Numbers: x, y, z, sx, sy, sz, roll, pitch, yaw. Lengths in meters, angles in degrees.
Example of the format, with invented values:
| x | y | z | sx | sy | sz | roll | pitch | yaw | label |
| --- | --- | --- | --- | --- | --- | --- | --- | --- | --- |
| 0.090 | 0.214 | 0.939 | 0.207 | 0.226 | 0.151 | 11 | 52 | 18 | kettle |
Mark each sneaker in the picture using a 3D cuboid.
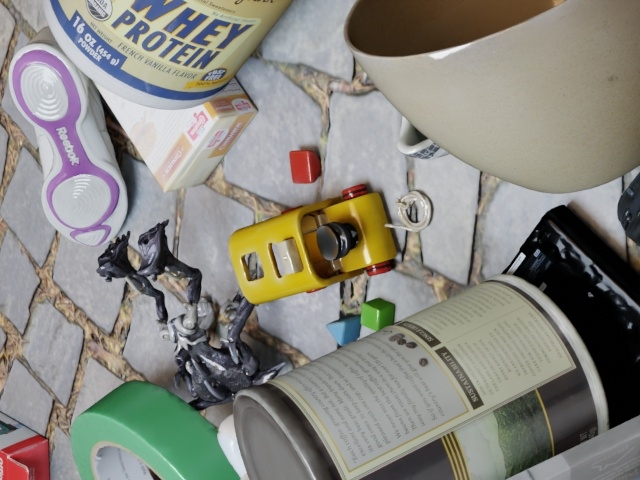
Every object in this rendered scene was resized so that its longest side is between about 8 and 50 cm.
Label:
| x | y | z | sx | sy | sz | roll | pitch | yaw | label |
| --- | --- | --- | --- | --- | --- | --- | --- | --- | --- |
| 0.120 | -0.190 | 1.054 | 0.090 | 0.094 | 0.235 | 17 | 112 | 40 | sneaker |
| -0.309 | -0.136 | 1.473 | 0.114 | 0.152 | 0.305 | -4 | 123 | 4 | sneaker |

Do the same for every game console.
| x | y | z | sx | sy | sz | roll | pitch | yaw | label |
| --- | --- | --- | --- | --- | --- | --- | --- | --- | --- |
| 0.303 | 0.009 | 0.978 | 0.213 | 0.044 | 0.361 | 48 | 131 | 22 | game console |

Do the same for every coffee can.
| x | y | z | sx | sy | sz | roll | pitch | yaw | label |
| --- | --- | --- | --- | --- | --- | --- | --- | --- | --- |
| 0.088 | 0.172 | 1.022 | 0.201 | 0.275 | 0.202 | 50 | 153 | 37 | coffee can |

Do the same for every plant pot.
| x | y | z | sx | sy | sz | roll | pitch | yaw | label |
| --- | --- | --- | --- | --- | --- | --- | --- | --- | --- |
| 0.188 | -0.151 | 0.914 | 0.284 | 0.284 | 0.191 | -3 | 129 | 43 | plant pot |

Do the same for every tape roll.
| x | y | z | sx | sy | sz | roll | pitch | yaw | label |
| --- | --- | --- | --- | --- | --- | --- | --- | --- | --- |
| -0.184 | 0.329 | 1.431 | 0.321 | 0.077 | 0.321 | 31 | 139 | 31 | tape roll |

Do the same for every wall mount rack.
| x | y | z | sx | sy | sz | roll | pitch | yaw | label |
| --- | --- | --- | --- | --- | --- | --- | --- | --- | --- |
| 0.225 | 0.280 | 0.956 | 0.304 | 0.350 | 0.130 | 81 | 162 | -50 | wall mount rack |

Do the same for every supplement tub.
| x | y | z | sx | sy | sz | roll | pitch | yaw | label |
| --- | --- | --- | --- | --- | --- | --- | --- | --- | --- |
| -0.121 | -0.307 | 1.149 | 0.316 | 0.228 | 0.228 | -45 | 71 | 41 | supplement tub |

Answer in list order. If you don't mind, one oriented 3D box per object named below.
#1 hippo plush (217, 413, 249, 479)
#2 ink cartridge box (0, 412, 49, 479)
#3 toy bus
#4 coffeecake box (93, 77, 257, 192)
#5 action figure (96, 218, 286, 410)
| x | y | z | sx | sy | sz | roll | pitch | yaw | label |
| --- | --- | --- | --- | --- | --- | --- | --- | --- | --- |
| -0.017 | 0.318 | 1.238 | 0.294 | 0.234 | 0.236 | 27 | 123 | -13 | hippo plush |
| -0.498 | 0.362 | 1.795 | 0.231 | 0.078 | 0.134 | 18 | 115 | 38 | ink cartridge box |
| -0.007 | 0.008 | 1.220 | 0.191 | 0.104 | 0.202 | 36 | 124 | 30 | toy bus |
| -0.178 | -0.175 | 1.351 | 0.185 | 0.068 | 0.142 | 56 | 132 | 16 | coffeecake box |
| -0.133 | 0.097 | 1.347 | 0.164 | 0.141 | 0.276 | -23 | 112 | 36 | action figure |
